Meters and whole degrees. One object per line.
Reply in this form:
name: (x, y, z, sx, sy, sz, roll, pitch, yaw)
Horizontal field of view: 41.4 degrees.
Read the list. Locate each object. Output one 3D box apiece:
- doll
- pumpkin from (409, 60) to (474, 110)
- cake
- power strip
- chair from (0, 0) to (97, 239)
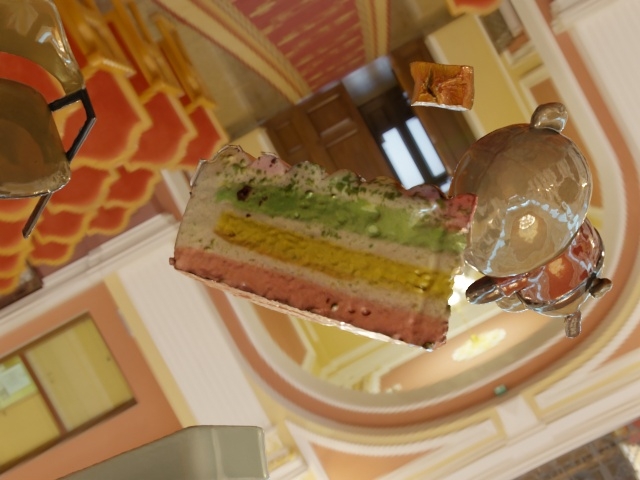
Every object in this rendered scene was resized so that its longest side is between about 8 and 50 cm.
doll: (0.276, -0.009, 1.097, 0.235, 0.330, 0.174, -48, -135, -7)
pumpkin: (0.179, -0.234, 1.260, 0.101, 0.073, 0.035, 4, 164, 12)
cake: (0.008, 0.007, 0.621, 0.225, 0.109, 0.090, 14, 167, 28)
power strip: (-0.210, 0.258, 0.849, 0.385, 0.062, 0.091, -28, 151, 35)
chair: (-0.340, -0.118, 0.866, 0.159, 0.172, 0.247, -5, 162, -47)
